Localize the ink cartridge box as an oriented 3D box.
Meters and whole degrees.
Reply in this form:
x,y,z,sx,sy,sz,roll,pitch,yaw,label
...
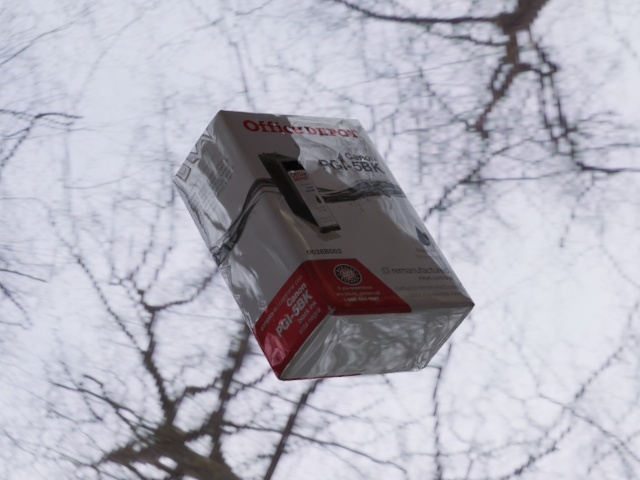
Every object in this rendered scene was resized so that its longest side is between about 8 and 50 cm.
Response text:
x,y,z,sx,sy,sz,roll,pitch,yaw,label
0.000,0.000,0.800,0.099,0.056,0.135,0,-132,-40,ink cartridge box
